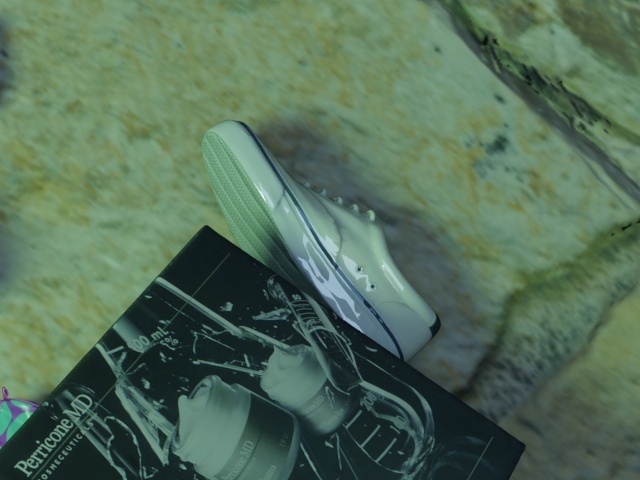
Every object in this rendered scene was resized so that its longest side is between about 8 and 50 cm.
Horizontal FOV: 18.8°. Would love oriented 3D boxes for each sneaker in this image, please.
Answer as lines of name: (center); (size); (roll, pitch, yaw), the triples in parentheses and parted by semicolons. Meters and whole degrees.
sneaker: (0.000, 0.000, 1.623); (0.091, 0.094, 0.258); (-34, 87, -28)

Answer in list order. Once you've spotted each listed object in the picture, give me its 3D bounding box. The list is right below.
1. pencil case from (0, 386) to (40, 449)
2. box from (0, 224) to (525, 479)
pencil case: (-0.263, 0.201, 1.566); (0.070, 0.064, 0.152); (31, 77, -14)
box: (-0.065, 0.210, 1.434); (0.312, 0.179, 0.343); (34, 39, 4)
